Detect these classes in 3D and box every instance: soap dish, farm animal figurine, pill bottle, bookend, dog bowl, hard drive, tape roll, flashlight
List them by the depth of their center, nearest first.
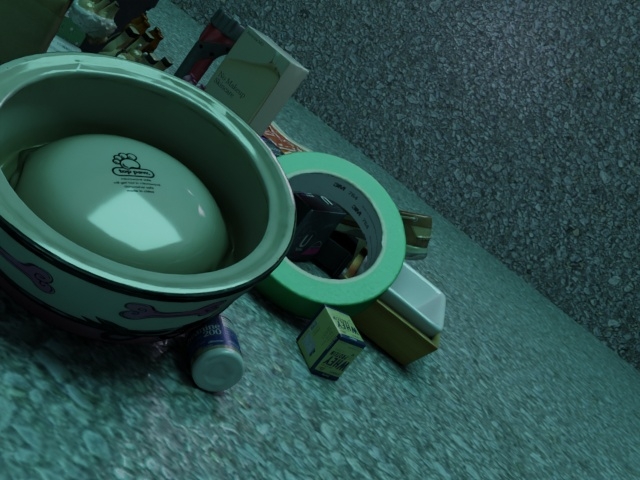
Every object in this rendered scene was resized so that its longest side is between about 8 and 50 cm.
[{"bbox_3d":[-0.242,-0.050,0.874,0.408,0.150,0.408,21,40,-18],"label":"dog bowl"},{"bbox_3d":[-0.142,0.135,0.914,0.067,0.067,0.120,28,18,-30],"label":"pill bottle"},{"bbox_3d":[-0.001,-0.013,1.288,0.321,0.077,0.321,10,58,-17],"label":"tape roll"},{"bbox_3d":[0.148,0.128,1.469,0.229,0.118,0.291,38,16,2],"label":"soap dish"},{"bbox_3d":[-0.399,-0.348,1.539,0.330,0.172,0.327,55,10,12],"label":"farm animal figurine"},{"bbox_3d":[0.000,0.000,1.594,0.156,0.072,0.157,36,16,-3],"label":"bookend"},{"bbox_3d":[-0.566,-0.582,1.707,0.064,0.237,0.339,43,17,20],"label":"hard drive"},{"bbox_3d":[-0.293,-0.428,1.734,0.103,0.304,0.103,17,25,-52],"label":"flashlight"}]

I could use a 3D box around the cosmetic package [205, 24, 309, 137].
[{"bbox_3d":[-0.192,-0.346,1.715,0.160,0.309,0.113,42,16,17],"label":"cosmetic package"}]

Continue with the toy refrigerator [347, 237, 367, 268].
[{"bbox_3d":[0.046,-0.036,1.766,0.102,0.094,0.269,5,35,-52],"label":"toy refrigerator"}]

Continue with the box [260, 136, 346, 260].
[{"bbox_3d":[-0.107,-0.094,1.493,0.270,0.143,0.165,45,19,22],"label":"box"}]

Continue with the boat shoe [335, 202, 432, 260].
[{"bbox_3d":[0.102,-0.063,1.548,0.324,0.116,0.123,23,13,19],"label":"boat shoe"}]

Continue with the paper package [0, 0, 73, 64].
[{"bbox_3d":[-0.540,-0.367,0.985,0.325,0.168,0.309,27,4,-30],"label":"paper package"}]

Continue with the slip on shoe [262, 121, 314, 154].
[{"bbox_3d":[-0.105,-0.236,2.002,0.331,0.123,0.101,40,47,-11],"label":"slip on shoe"}]

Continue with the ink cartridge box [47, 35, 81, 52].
[{"bbox_3d":[-0.545,-0.343,1.349,0.153,0.087,0.208,27,18,-33],"label":"ink cartridge box"}]

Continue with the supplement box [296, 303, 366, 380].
[{"bbox_3d":[0.016,0.166,1.137,0.056,0.083,0.083,25,21,-34],"label":"supplement box"}]
